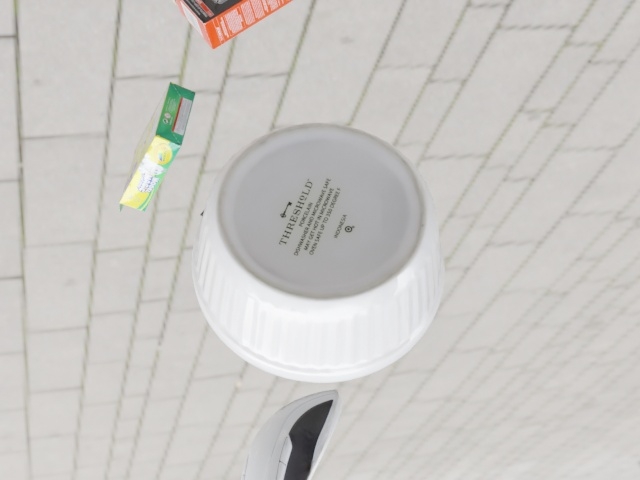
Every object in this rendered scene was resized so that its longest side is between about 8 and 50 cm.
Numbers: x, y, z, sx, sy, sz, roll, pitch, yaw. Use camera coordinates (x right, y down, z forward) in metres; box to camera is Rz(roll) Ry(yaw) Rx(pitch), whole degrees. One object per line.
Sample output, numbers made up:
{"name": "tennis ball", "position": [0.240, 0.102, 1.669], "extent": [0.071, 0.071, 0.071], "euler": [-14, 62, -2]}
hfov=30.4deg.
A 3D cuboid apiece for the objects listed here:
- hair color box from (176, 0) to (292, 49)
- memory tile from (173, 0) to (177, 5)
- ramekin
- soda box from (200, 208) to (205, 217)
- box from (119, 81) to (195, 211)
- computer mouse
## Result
{"name": "hair color box", "position": [-0.075, -0.266, 1.222], "extent": [0.141, 0.072, 0.043], "euler": [-34, 148, -11]}
{"name": "memory tile", "position": [-0.197, -0.400, 1.664], "extent": [0.012, 0.148, 0.113], "euler": [-8, 166, 27]}
{"name": "ramekin", "position": [0.000, 0.000, 1.215], "extent": [0.273, 0.273, 0.127], "euler": [-7, 150, -7]}
{"name": "soda box", "position": [-0.083, -0.068, 1.541], "extent": [0.060, 0.169, 0.053], "euler": [-9, 124, 39]}
{"name": "box", "position": [-0.225, -0.118, 1.594], "extent": [0.043, 0.105, 0.179], "euler": [23, 140, -17]}
{"name": "computer mouse", "position": [-0.042, 0.177, 0.791], "extent": [0.042, 0.193, 0.106], "euler": [29, 150, -7]}
